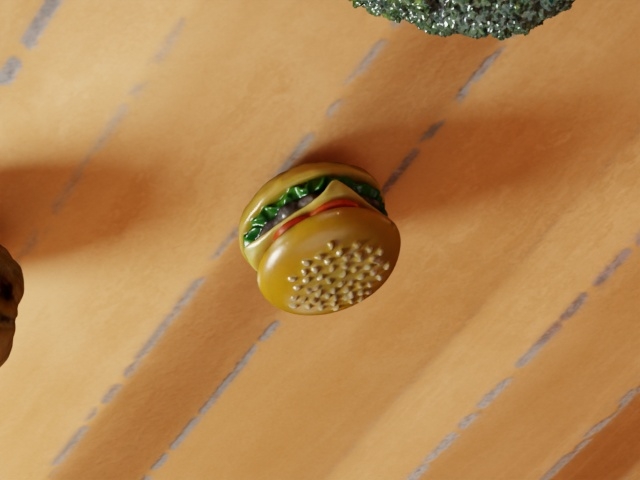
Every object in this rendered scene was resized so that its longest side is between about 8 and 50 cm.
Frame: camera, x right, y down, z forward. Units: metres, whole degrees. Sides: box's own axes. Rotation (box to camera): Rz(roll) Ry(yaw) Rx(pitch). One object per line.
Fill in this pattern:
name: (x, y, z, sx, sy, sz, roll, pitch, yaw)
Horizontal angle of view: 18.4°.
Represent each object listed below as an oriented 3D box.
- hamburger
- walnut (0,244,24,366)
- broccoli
hamburger: (0.000, 0.000, 1.932, 0.162, 0.115, 0.162, -14, 143, -11)
walnut: (-0.364, 0.055, 1.809, 0.184, 0.155, 0.155, 16, 129, -39)
broccoli: (0.133, -0.251, 1.654, 0.198, 0.226, 0.176, -14, 122, -78)
